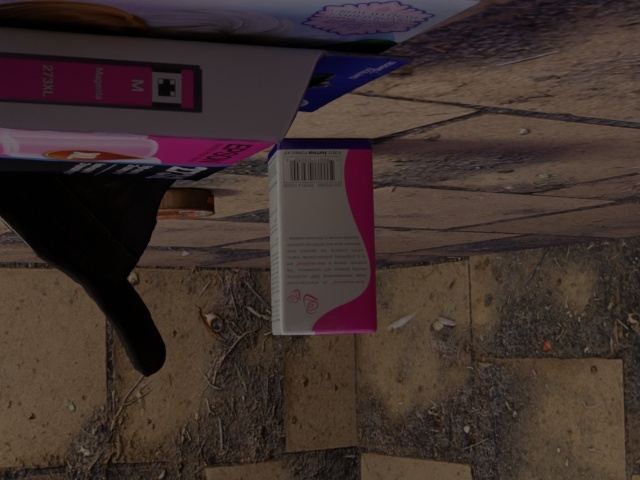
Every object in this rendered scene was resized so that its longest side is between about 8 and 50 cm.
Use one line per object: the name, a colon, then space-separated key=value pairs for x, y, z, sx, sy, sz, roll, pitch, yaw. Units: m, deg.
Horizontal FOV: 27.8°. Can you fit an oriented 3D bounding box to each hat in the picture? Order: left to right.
hat: x=-0.176 y=-0.058 z=0.994 sx=0.134 sy=0.331 sz=0.331 roll=-38 pitch=176 yaw=-3

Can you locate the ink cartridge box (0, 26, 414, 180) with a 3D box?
ink cartridge box: x=-0.146 y=-0.078 z=0.770 sx=0.371 sy=0.069 sz=0.176 roll=-1 pitch=176 yaw=-21

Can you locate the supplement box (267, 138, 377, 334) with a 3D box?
supplement box: x=0.000 y=0.000 z=1.496 sx=0.111 sy=0.220 sz=0.114 roll=0 pitch=174 yaw=-9

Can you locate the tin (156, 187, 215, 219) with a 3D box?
tin: x=-0.247 y=-0.052 z=1.885 sx=0.190 sy=0.040 sz=0.106 roll=-3 pitch=179 yaw=12

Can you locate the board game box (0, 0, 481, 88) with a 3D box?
board game box: x=-0.120 y=-0.143 z=0.751 sx=0.319 sy=0.066 sz=0.318 roll=1 pitch=174 yaw=-23
